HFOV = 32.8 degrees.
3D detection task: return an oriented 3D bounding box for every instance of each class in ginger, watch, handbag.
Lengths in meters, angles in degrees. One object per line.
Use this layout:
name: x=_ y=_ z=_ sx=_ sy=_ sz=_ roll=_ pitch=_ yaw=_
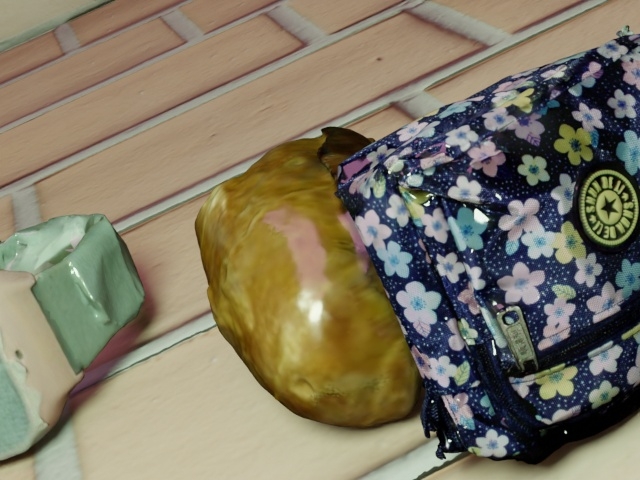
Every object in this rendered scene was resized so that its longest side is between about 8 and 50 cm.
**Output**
ginger: x=0.000 y=0.000 z=0.790 sx=0.165 sy=0.172 sz=0.321 roll=-54 pitch=16 yaw=26
watch: x=-0.278 y=0.066 z=0.911 sx=0.254 sy=0.161 sz=0.241 roll=-18 pitch=20 yaw=9
handbag: x=0.130 y=0.009 z=0.629 sx=0.229 sy=0.207 sz=0.127 roll=-29 pitch=12 yaw=-26
